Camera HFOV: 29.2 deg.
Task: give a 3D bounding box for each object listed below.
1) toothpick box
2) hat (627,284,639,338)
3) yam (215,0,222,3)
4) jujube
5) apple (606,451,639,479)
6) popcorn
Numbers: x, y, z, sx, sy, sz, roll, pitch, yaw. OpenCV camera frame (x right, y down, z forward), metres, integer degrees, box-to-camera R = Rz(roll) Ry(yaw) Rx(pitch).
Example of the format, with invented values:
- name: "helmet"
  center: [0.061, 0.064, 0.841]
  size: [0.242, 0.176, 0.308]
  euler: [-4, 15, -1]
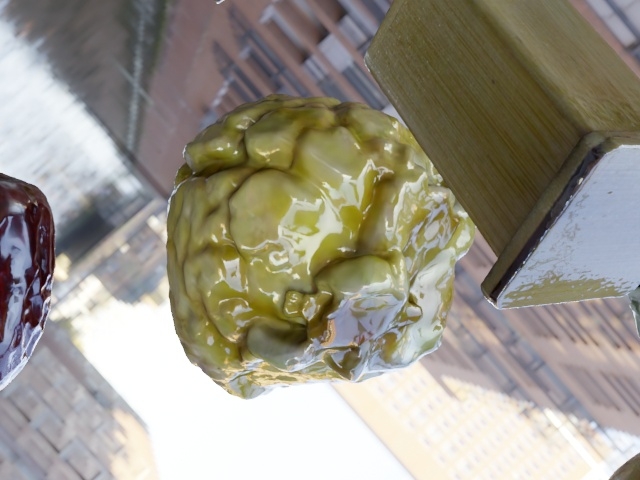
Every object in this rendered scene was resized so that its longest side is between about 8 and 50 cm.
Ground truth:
- name: "toothpick box"
  center: [0.186, -0.115, 1.112]
  size: [0.190, 0.308, 0.187]
  euler: [-2, 136, -35]
- name: "hat"
  center: [0.476, -0.031, 1.517]
  size: [0.258, 0.301, 0.168]
  euler: [-17, 145, -16]
- name: "yam"
  center: [-0.061, -0.302, 1.325]
  size: [0.145, 0.032, 0.032]
  euler: [-29, -171, 20]
- name: "jujube"
  center: [-0.361, 0.049, 1.261]
  size: [0.183, 0.183, 0.243]
  euler: [-122, -129, -85]
- name: "apple"
  center: [0.456, 0.400, 1.483]
  size: [0.319, 0.319, 0.277]
  euler: [-44, 177, -28]
- name: "popcorn"
  center: [-0.009, 0.002, 1.428]
  size: [0.344, 0.354, 0.390]
  euler: [-25, -175, -38]
